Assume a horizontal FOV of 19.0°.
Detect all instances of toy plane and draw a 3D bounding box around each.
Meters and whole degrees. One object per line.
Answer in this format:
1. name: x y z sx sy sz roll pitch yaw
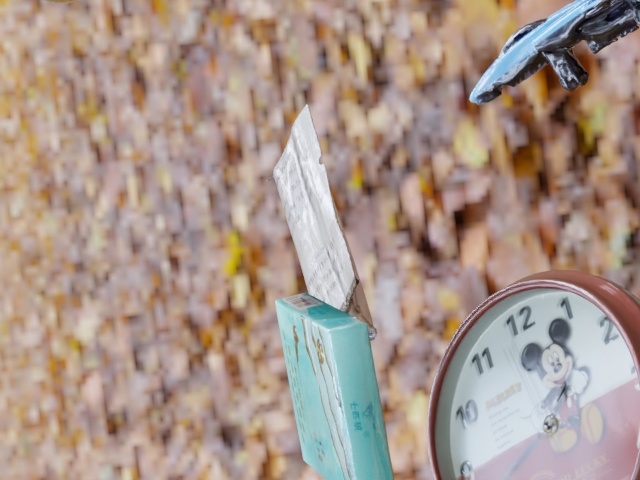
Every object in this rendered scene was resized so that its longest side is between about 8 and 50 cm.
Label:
1. toy plane: 0.219 -0.173 1.480 0.078 0.246 0.169 48 -160 2

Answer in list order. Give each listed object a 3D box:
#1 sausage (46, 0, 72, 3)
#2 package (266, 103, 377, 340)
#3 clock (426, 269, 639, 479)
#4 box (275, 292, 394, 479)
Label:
1. sausage: -0.293 -0.331 2.042 0.241 0.136 0.120 59 -154 -73
2. package: 0.000 0.000 1.981 0.251 0.062 0.204 86 165 -69
3. clock: 0.238 0.187 1.935 0.318 0.080 0.319 -13 72 46
4. box: 0.010 0.139 1.713 0.229 0.041 0.162 -158 57 -76
